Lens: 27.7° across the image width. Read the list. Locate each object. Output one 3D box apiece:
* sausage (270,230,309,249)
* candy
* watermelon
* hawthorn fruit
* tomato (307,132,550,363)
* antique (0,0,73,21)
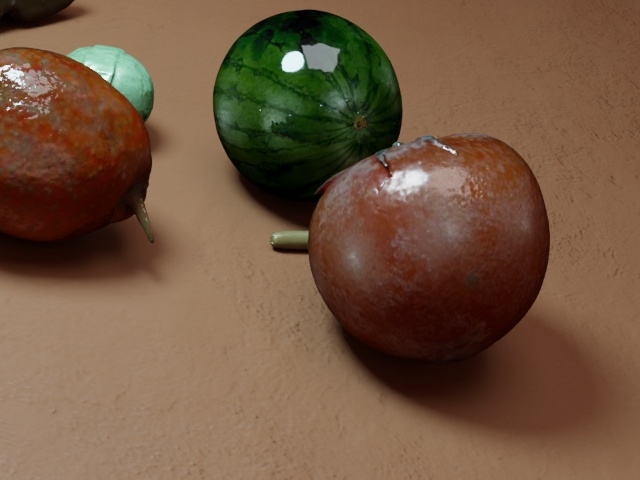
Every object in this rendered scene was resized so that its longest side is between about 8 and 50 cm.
[{"bbox_3d":[0.000,0.000,1.564,0.132,0.024,0.024,2,35,-25],"label":"sausage"},{"bbox_3d":[-0.424,-0.219,1.627,0.440,0.119,0.119,13,31,2],"label":"candy"},{"bbox_3d":[-0.017,-0.165,1.610,0.242,0.242,0.242,14,32,-8],"label":"watermelon"},{"bbox_3d":[-0.283,-0.085,1.397,0.262,0.210,0.210,32,29,-11],"label":"hawthorn fruit"},{"bbox_3d":[0.121,0.010,1.396,0.265,0.264,0.265,14,32,-8],"label":"tomato"},{"bbox_3d":[-0.471,-0.373,1.810,0.143,0.121,0.257,26,31,25],"label":"antique"}]
